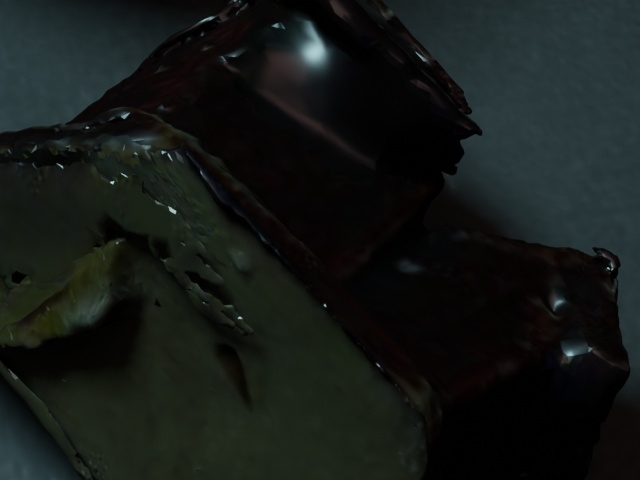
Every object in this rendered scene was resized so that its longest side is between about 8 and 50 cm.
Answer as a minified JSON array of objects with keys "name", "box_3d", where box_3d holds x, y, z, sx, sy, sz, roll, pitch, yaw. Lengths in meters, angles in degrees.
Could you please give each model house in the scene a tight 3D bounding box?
[{"name":"model house","box_3d":[-0.002,0.009,0.599,0.203,0.141,0.164,53,36,3]}]
